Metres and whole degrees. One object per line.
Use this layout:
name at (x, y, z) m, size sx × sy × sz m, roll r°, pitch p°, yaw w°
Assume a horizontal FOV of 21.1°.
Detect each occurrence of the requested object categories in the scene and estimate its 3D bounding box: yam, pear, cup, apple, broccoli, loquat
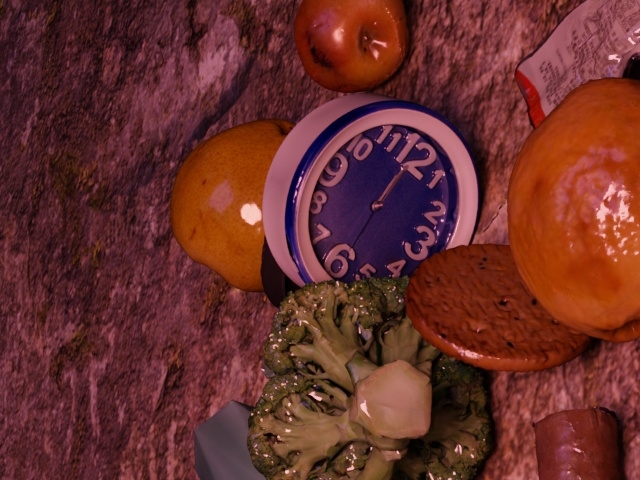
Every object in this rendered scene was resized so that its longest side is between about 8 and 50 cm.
yam at (0.236, 0.219, 1.552) m, size 0.084 × 0.084 × 0.127 m, roll -33°, pitch 45°, yaw 41°
pear at (-0.068, -0.044, 2.003) m, size 0.209 × 0.209 × 0.208 m, roll -30°, pitch 50°, yaw 43°
cup at (-0.050, 0.270, 1.881) m, size 0.235 × 0.148 × 0.134 m, roll -134°, pitch 43°, yaw -57°
apple at (0.037, -0.241, 2.010) m, size 0.146 × 0.146 × 0.146 m, roll -30°, pitch 50°, yaw 43°
broccoli at (0.047, 0.160, 1.675) m, size 0.270 × 0.270 × 0.270 m, roll 131°, pitch 155°, yaw -80°
loquat at (0.272, -0.028, 1.533) m, size 0.238 × 0.193 × 0.238 m, roll -40°, pitch 41°, yaw 45°

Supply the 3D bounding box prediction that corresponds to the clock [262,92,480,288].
clock at (0.054, -0.038, 1.804) m, size 0.083 × 0.230 × 0.230 m, roll 23°, pitch 92°, yaw 59°

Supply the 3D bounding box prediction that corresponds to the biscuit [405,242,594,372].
biscuit at (0.173, 0.065, 1.643) m, size 0.188 × 0.188 × 0.027 m, roll -119°, pitch 29°, yaw -49°

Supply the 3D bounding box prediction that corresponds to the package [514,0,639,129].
package at (0.278, -0.193, 1.670) m, size 0.232 × 0.040 × 0.166 m, roll -52°, pitch 31°, yaw 33°

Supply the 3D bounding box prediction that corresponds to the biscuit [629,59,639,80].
biscuit at (0.308, -0.166, 1.686) m, size 0.181 × 0.049 × 0.208 m, roll -1°, pitch 70°, yaw 55°

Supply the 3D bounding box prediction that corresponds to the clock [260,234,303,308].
clock at (0.000, 0.000, 1.901) m, size 0.040 × 0.184 × 0.184 m, roll 22°, pitch 91°, yaw 29°
